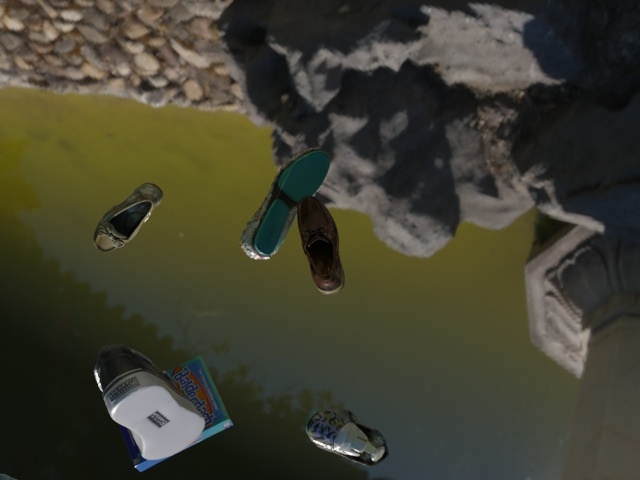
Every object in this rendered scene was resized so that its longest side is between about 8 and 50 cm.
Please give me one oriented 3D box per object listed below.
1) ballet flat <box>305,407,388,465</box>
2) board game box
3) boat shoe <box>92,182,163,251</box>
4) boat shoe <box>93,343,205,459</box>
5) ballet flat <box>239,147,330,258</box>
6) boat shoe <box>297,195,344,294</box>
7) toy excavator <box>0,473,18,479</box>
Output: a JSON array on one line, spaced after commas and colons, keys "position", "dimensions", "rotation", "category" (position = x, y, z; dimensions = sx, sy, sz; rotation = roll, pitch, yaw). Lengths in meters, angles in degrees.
[{"position": [0.030, 0.176, 0.801], "dimensions": [0.041, 0.041, 0.114], "rotation": [-5, 156, 29], "category": "ballet flat"}, {"position": [-0.308, 0.354, 1.861], "dimensions": [0.160, 0.210, 0.047], "rotation": [60, 172, 29], "category": "board game box"}, {"position": [-0.306, -0.029, 1.417], "dimensions": [0.153, 0.048, 0.056], "rotation": [-37, 112, 22], "category": "boat shoe"}, {"position": [-0.258, 0.237, 1.336], "dimensions": [0.102, 0.108, 0.301], "rotation": [54, 173, 28], "category": "boat shoe"}, {"position": [-0.073, -0.071, 1.624], "dimensions": [0.091, 0.241, 0.077], "rotation": [44, 159, -26], "category": "ballet flat"}, {"position": [0.000, 0.000, 1.508], "dimensions": [0.064, 0.177, 0.060], "rotation": [-15, 158, 2], "category": "boat shoe"}, {"position": [-0.360, 0.267, 0.761], "dimensions": [0.445, 0.222, 0.433], "rotation": [40, 171, -33], "category": "toy excavator"}]
